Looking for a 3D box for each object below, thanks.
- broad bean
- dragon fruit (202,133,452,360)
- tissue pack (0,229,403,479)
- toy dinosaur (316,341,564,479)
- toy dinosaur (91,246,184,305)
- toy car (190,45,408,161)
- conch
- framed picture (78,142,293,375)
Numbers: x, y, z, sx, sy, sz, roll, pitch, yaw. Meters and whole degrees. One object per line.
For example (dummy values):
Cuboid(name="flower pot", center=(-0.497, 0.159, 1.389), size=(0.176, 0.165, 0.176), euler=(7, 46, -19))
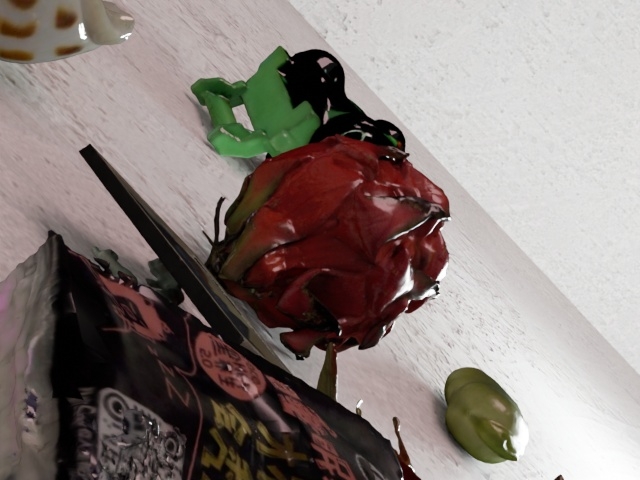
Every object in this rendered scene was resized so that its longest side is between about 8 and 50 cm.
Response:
Cuboid(name="broad bean", center=(0.206, 0.213, 1.601), size=(0.124, 0.082, 0.174), euler=(46, 14, 1))
Cuboid(name="dragon fruit", center=(0.000, 0.000, 1.283), size=(0.293, 0.234, 0.234), euler=(-1, 49, -53))
Cuboid(name="tissue pack", center=(-0.066, 0.167, 0.801), size=(0.332, 0.123, 0.245), euler=(35, 24, -34))
Cuboid(name="toy dinosaur", center=(0.097, 0.205, 1.218), size=(0.327, 0.113, 0.206), euler=(43, 14, -12))
Cuboid(name="toy dinosaur", center=(-0.115, 0.086, 1.007), size=(0.242, 0.053, 0.167), euler=(43, 15, -23))
Cuboid(name="toy car", center=(0.011, -0.118, 1.755), size=(0.358, 0.176, 0.213), euler=(42, 14, -38))
Cuboid(name="conch", center=(-0.302, -0.257, 1.176), size=(0.275, 0.149, 0.183), euler=(51, -17, -18))
Cuboid(name="framed picture", center=(-0.089, 0.045, 1.038), size=(0.265, 0.018, 0.192), euler=(48, -2, 39))
